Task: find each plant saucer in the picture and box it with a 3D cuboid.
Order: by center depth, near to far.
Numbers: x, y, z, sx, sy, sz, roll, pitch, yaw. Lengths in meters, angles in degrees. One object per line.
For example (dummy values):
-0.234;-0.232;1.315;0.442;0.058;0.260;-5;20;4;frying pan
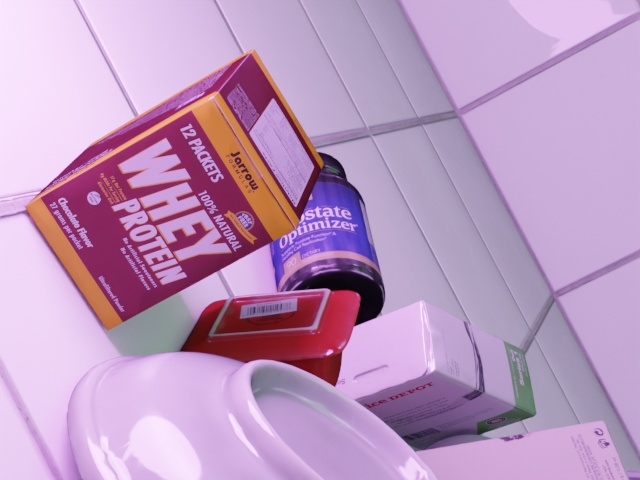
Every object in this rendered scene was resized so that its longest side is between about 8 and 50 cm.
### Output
-0.003;0.196;1.087;0.400;0.100;0.400;35;13;-9;plant saucer

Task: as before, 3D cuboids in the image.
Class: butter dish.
-0.040;0.121;1.335;0.160;0.160;0.118;-69;151;-69;butter dish

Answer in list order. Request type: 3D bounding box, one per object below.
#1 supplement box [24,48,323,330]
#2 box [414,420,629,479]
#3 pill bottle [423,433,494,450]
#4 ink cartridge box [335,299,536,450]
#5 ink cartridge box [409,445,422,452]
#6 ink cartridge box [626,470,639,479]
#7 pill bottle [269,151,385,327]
-0.120;-0.049;1.230;0.129;0.191;0.194;58;16;-13;supplement box
0.171;0.269;1.448;0.113;0.275;0.094;102;-23;-51;box
0.179;0.353;1.567;0.153;0.153;0.264;51;19;-34;pill bottle
0.119;0.160;1.608;0.219;0.160;0.092;28;47;-47;ink cartridge box
0.134;0.251;1.791;0.207;0.046;0.097;58;18;-15;ink cartridge box
0.436;0.410;2.069;0.239;0.275;0.060;46;51;-44;ink cartridge box
0.000;0.000;1.650;0.123;0.123;0.219;48;21;-40;pill bottle
